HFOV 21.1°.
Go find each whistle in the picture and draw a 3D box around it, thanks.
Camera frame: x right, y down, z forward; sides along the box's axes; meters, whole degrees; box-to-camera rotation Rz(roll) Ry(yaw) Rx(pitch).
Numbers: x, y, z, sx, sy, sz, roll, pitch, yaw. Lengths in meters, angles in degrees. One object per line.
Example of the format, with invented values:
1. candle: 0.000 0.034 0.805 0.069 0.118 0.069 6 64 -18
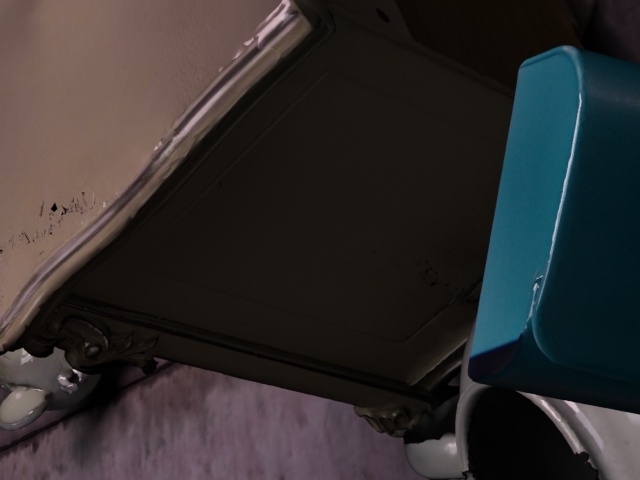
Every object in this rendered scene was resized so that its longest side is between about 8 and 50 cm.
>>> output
1. whistle: -0.216 0.060 1.223 0.114 0.077 0.236 -44 35 -11

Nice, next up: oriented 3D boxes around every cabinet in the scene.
1. cabinet: -0.012 -0.086 0.861 0.227 0.318 0.290 -44 50 27

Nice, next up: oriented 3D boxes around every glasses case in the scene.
1. glasses case: 0.208 0.021 0.600 0.070 0.301 0.117 171 109 -73

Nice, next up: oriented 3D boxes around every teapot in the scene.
1. teapot: 0.135 0.087 0.744 0.294 0.129 0.193 -3 106 62

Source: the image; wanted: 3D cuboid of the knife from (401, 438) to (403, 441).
1. knife: 0.002 0.000 1.043 0.047 0.017 0.297 -48 51 28
